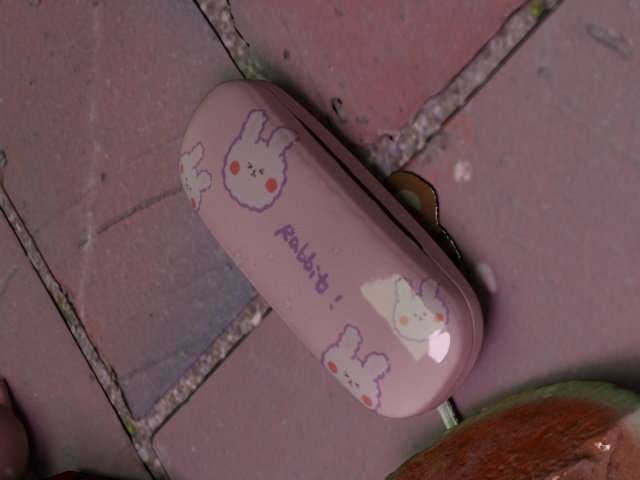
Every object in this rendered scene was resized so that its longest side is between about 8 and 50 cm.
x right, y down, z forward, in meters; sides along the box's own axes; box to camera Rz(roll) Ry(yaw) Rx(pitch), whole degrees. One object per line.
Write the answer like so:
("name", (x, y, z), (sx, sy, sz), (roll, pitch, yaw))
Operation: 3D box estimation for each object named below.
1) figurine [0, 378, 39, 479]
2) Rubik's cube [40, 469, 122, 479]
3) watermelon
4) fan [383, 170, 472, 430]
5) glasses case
("figurine", (-0.341, 0.212, 1.256), (0.125, 0.125, 0.138), (-51, 55, 34))
("Rubik's cube", (-0.218, 0.315, 1.120), (0.182, 0.187, 0.184), (-1, 99, 40))
("watermelon", (0.150, 0.189, 0.848), (0.146, 0.128, 0.231), (51, 146, -12))
("fan", (0.069, 0.074, 0.946), (0.152, 0.008, 0.227), (-37, 73, 38))
("glasses case", (0.000, 0.000, 0.939), (0.297, 0.075, 0.113), (47, 121, 26))
